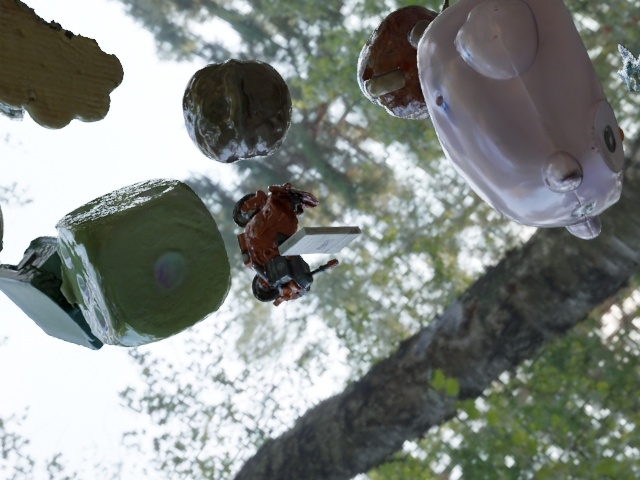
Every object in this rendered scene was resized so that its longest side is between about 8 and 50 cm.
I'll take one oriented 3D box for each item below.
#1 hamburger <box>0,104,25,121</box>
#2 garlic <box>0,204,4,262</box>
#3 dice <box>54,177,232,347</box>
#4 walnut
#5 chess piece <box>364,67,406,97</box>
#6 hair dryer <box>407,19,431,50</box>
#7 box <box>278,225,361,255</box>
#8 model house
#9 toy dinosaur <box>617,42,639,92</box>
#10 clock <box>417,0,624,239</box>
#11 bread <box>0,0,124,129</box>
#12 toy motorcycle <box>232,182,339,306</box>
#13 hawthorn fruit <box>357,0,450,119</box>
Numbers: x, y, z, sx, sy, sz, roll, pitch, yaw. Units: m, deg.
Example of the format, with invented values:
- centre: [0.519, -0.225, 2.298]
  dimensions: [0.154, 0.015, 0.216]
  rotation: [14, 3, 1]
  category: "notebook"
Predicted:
- centre: [-0.715, -0.382, 2.359]
  dimensions: [0.288, 0.167, 0.192]
  rotation: [70, -179, -69]
  category: "hamburger"
- centre: [-0.646, -0.018, 1.618]
  dimensions: [0.286, 0.249, 0.313]
  rotation: [-48, -53, -60]
  category: "garlic"
- centre: [-0.333, 0.038, 1.829]
  dimensions: [0.254, 0.252, 0.249]
  rotation: [-27, -160, -30]
  category: "dice"
- centre: [-0.185, -0.293, 2.202]
  dimensions: [0.248, 0.248, 0.248]
  rotation: [27, -153, -15]
  category: "walnut"
- centre: [0.127, -0.311, 1.947]
  dimensions: [0.038, 0.083, 0.084]
  rotation: [70, -158, -14]
  category: "chess piece"
- centre: [0.230, -0.351, 2.015]
  dimensions: [0.064, 0.182, 0.117]
  rotation: [-32, -127, -32]
  category: "hair dryer"
- centre: [0.000, 0.000, 2.072]
  dimensions: [0.167, 0.090, 0.024]
  rotation: [-1, -118, -44]
  category: "box"
- centre: [-0.502, 0.061, 2.068]
  dimensions: [0.280, 0.249, 0.230]
  rotation: [7, 144, 47]
  category: "model house"
- centre: [0.584, -0.330, 1.848]
  dimensions: [0.187, 0.044, 0.106]
  rotation: [41, -159, -54]
  category: "toy dinosaur"
- centre: [0.305, -0.192, 1.511]
  dimensions: [0.368, 0.250, 0.377]
  rotation: [41, -153, -61]
  category: "clock"
- centre: [-0.453, -0.280, 1.612]
  dimensions: [0.250, 0.182, 0.039]
  rotation: [29, 162, -28]
  category: "bread"
- centre: [-0.092, -0.007, 2.362]
  dimensions: [0.148, 0.221, 0.326]
  rotation: [39, -151, -54]
  category: "toy motorcycle"
- centre: [0.213, -0.396, 2.205]
  dimensions: [0.258, 0.261, 0.258]
  rotation: [28, -129, -41]
  category: "hawthorn fruit"
